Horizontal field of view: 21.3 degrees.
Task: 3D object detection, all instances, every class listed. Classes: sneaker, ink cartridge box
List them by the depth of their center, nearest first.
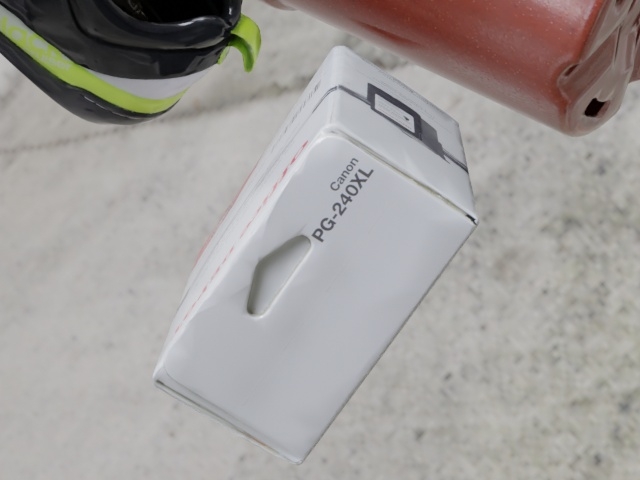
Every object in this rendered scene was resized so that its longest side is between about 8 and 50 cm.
[{"bbox_3d":[0.000,0.000,0.624,0.109,0.063,0.150,-55,8,15],"label":"ink cartridge box"},{"bbox_3d":[-0.120,-0.138,0.658,0.097,0.235,0.084,-29,35,45],"label":"sneaker"}]

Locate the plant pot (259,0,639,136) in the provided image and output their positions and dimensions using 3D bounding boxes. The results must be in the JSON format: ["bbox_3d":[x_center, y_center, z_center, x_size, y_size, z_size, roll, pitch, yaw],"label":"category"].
[{"bbox_3d":[0.087,-0.208,0.973,0.265,0.272,0.272,32,75,18],"label":"plant pot"}]
